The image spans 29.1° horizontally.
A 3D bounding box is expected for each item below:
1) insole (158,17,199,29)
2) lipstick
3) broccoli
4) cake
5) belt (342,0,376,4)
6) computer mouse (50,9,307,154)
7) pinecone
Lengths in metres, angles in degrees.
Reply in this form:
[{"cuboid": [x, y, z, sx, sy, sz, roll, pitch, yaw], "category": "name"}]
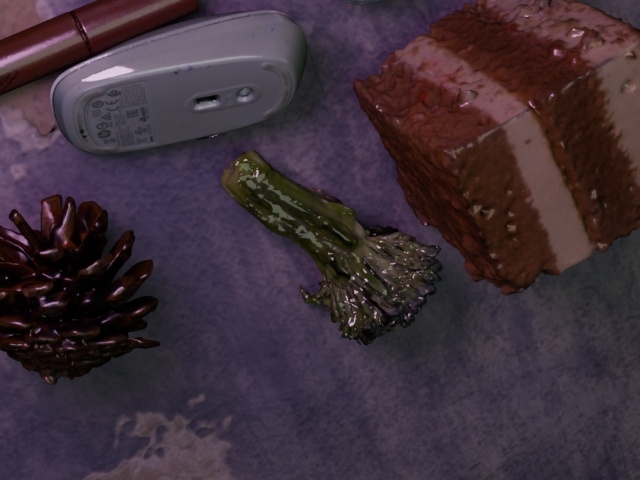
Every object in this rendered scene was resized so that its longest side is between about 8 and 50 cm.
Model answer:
[{"cuboid": [-0.154, -0.230, 1.402, 0.135, 0.002, 0.045, -9, 116, -19], "category": "insole"}, {"cuboid": [-0.302, -0.202, 1.322, 0.357, 0.057, 0.057, -25, 120, -11], "category": "lipstick"}, {"cuboid": [0.004, -0.002, 1.508, 0.304, 0.145, 0.165, 39, 91, -19], "category": "broccoli"}, {"cuboid": [0.235, -0.131, 1.446, 0.290, 0.255, 0.282, -36, 130, -4], "category": "cake"}, {"cuboid": [0.059, -0.364, 1.386, 0.151, 0.078, 0.198, 12, 105, -31], "category": "belt"}, {"cuboid": [-0.155, -0.185, 1.361, 0.288, 0.097, 0.159, -12, 154, -7], "category": "computer mouse"}, {"cuboid": [-0.282, 0.051, 1.358, 0.202, 0.229, 0.201, -22, 91, -12], "category": "pinecone"}]
